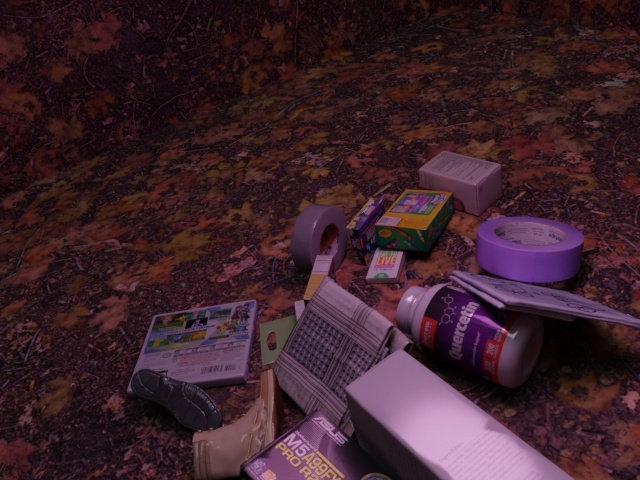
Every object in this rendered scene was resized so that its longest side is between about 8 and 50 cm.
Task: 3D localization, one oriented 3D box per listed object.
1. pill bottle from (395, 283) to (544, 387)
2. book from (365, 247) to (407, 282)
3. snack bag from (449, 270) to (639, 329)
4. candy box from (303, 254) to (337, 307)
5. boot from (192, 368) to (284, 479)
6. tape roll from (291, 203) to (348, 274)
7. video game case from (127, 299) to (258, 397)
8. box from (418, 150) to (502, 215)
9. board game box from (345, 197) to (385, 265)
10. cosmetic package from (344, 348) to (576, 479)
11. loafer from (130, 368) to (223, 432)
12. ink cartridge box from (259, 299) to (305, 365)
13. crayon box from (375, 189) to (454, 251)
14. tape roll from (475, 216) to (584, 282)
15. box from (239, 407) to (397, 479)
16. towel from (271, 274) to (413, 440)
[{"bbox_3d":[0.347,0.213,1.427,0.323,0.181,0.181,17,46,38],"label":"pill bottle"},{"bbox_3d":[0.200,0.074,1.811,0.096,0.035,0.144,-3,37,23],"label":"book"},{"bbox_3d":[0.514,0.139,1.404,0.343,0.037,0.323,10,6,-10],"label":"snack bag"},{"bbox_3d":[0.002,0.139,1.630,0.053,0.109,0.186,1,36,14],"label":"candy box"},{"bbox_3d":[-0.190,0.428,1.387,0.204,0.095,0.262,-10,49,9],"label":"boot"},{"bbox_3d":[0.000,0.000,1.819,0.072,0.219,0.219,10,42,30],"label":"tape roll"},{"bbox_3d":[-0.351,0.299,1.691,0.329,0.036,0.300,-10,35,8],"label":"video game case"},{"bbox_3d":[0.468,-0.195,2.001,0.149,0.126,0.232,-36,40,-29],"label":"box"},{"bbox_3d":[0.152,-0.029,1.873,0.048,0.141,0.170,10,42,32],"label":"board game box"},{"bbox_3d":[0.255,0.430,1.117,0.162,0.230,0.453,-31,39,-23],"label":"cosmetic package"},{"bbox_3d":[-0.349,0.400,1.504,0.268,0.084,0.096,23,73,20],"label":"loafer"},{"bbox_3d":[-0.057,0.242,1.649,0.235,0.056,0.171,-12,35,0],"label":"ink cartridge box"},{"bbox_3d":[0.303,-0.069,1.892,0.165,0.081,0.278,7,31,28],"label":"crayon box"},{"bbox_3d":[0.566,0.018,1.632,0.275,0.090,0.275,-1,20,0],"label":"tape roll"},{"bbox_3d":[0.009,0.479,1.152,0.216,0.060,0.270,-26,50,-38],"label":"box"},{"bbox_3d":[0.030,0.280,1.403,0.324,0.056,0.312,34,95,44],"label":"towel"}]
